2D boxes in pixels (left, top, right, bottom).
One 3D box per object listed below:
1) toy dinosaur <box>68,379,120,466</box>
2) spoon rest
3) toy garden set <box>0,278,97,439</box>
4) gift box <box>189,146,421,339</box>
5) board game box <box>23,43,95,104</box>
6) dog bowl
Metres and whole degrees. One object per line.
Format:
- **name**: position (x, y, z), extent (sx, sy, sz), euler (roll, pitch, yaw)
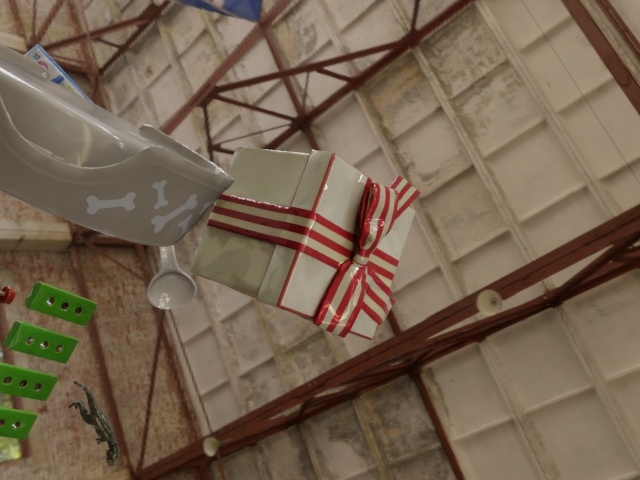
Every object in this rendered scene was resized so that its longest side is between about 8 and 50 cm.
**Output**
- **toy dinosaur**: position (-0.602, 0.467, 1.566), extent (0.118, 0.064, 0.268), euler (0, -64, 48)
- **spoon rest**: position (-0.414, 0.088, 1.617), extent (0.084, 0.137, 0.277), euler (-116, -158, -51)
- **toy garden set**: position (-0.494, 0.171, 0.911), extent (0.049, 0.203, 0.244), euler (20, -100, 39)
- **gift box**: position (0.000, 0.000, 0.932), extent (0.258, 0.276, 0.255), euler (14, -94, 45)
- **board game box**: position (-0.888, -0.394, 1.860), extent (0.302, 0.308, 0.086), euler (-40, -147, -1)
- **dog bowl**: position (-0.269, -0.109, 0.638), extent (0.348, 0.348, 0.102), euler (33, -84, 36)
